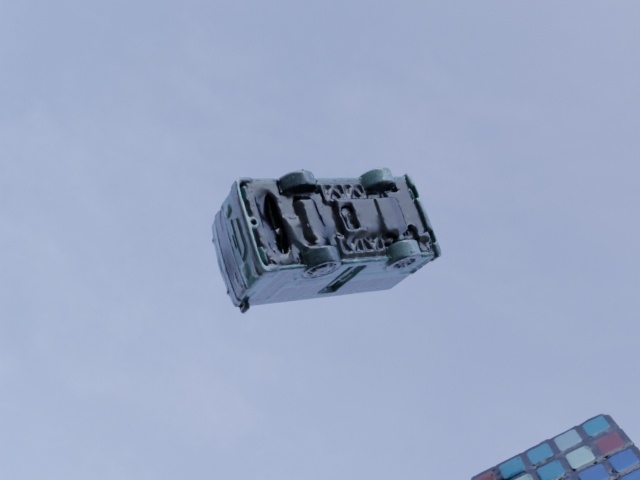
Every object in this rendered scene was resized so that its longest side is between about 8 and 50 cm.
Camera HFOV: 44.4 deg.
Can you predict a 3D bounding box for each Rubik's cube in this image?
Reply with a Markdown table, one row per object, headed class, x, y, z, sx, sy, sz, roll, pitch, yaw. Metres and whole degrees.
| class | x | y | z | sx | sy | sz | roll | pitch | yaw |
| --- | --- | --- | --- | --- | --- | --- | --- | --- | --- |
| Rubik's cube | 0.289 | 0.330 | 0.826 | 0.182 | 0.184 | 0.187 | -29 | -75 | 6 |

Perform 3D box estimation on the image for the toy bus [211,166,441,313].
| class | x | y | z | sx | sy | sz | roll | pitch | yaw |
| --- | --- | --- | --- | --- | --- | --- | --- | --- | --- |
| toy bus | 0.000 | 0.000 | 0.939 | 0.147 | 0.256 | 0.128 | -44 | -122 | 49 |
